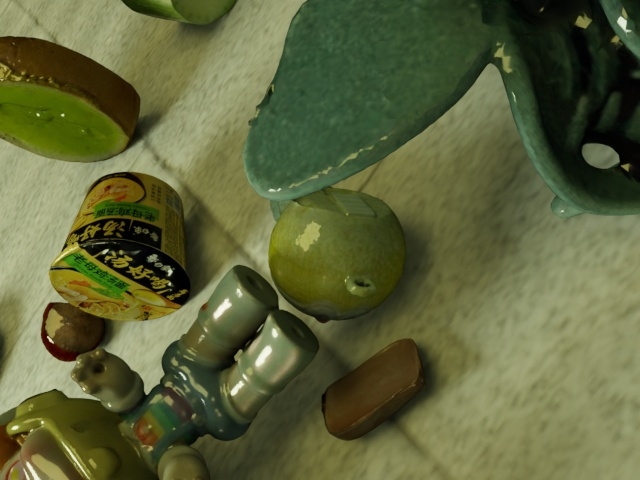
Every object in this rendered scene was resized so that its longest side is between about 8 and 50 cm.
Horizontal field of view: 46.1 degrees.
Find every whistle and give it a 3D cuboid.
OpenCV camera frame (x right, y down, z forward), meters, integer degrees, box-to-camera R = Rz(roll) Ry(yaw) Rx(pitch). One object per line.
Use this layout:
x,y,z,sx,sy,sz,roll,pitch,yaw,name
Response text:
0.000,0.000,0.679,0.123,0.122,0.223,-53,30,9,whistle

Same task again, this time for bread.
-0.362,-0.180,1.002,0.236,0.236,0.070,-12,62,38,bread

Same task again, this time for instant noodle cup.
-0.215,0.004,0.849,0.151,0.151,0.122,-28,42,30,instant noodle cup

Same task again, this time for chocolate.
0.048,0.125,0.620,0.100,0.031,0.065,-39,30,16,chocolate

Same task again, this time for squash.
-0.184,-0.363,0.987,0.122,0.170,0.170,35,95,33,squash

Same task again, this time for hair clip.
0.165,-0.180,0.510,0.392,0.238,0.319,-27,53,33,hair clip

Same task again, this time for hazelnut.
-0.304,0.106,0.922,0.086,0.086,0.087,-20,58,35,hazelnut

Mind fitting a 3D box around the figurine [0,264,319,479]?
-0.146,0.196,0.654,0.381,0.205,0.225,-31,82,16,figurine
